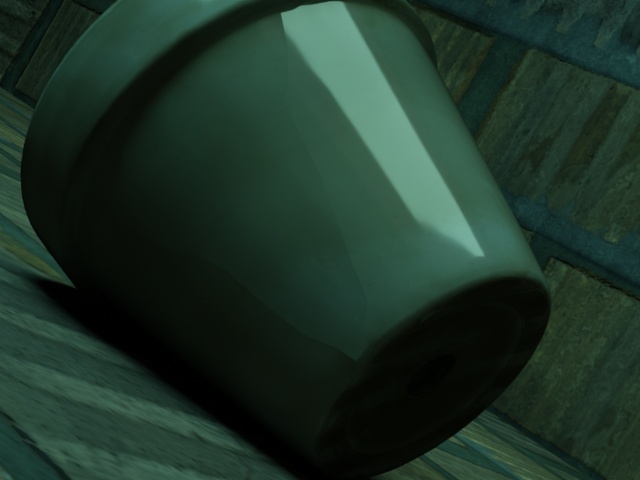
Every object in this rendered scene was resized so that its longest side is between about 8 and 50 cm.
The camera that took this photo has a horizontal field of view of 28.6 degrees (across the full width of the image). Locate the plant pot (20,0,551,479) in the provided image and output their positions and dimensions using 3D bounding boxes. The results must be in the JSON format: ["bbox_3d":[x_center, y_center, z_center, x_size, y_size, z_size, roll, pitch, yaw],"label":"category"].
[{"bbox_3d":[0.000,0.000,0.870,0.280,0.323,0.323,51,11,31],"label":"plant pot"}]
